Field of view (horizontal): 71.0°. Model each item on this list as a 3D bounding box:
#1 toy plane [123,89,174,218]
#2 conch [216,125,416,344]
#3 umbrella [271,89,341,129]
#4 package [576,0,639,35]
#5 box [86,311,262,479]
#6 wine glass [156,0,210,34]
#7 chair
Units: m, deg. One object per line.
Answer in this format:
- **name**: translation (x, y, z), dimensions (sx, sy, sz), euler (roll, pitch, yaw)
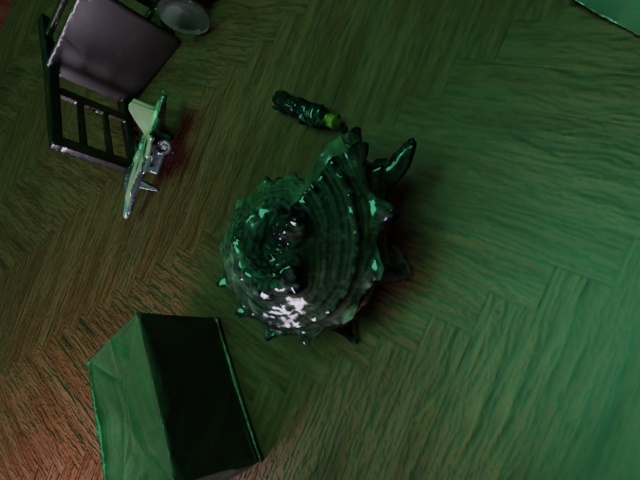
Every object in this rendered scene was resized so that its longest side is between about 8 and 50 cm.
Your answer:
- **toy plane**: translation (-0.334, -0.157, 0.874), dimensions (0.192, 0.088, 0.262), euler (-118, 40, -60)
- **conch**: translation (-0.010, -0.009, 0.552), dimensions (0.313, 0.186, 0.241), euler (-52, 46, 39)
- **umbrella**: translation (-0.024, -0.194, 0.672), dimensions (0.143, 0.037, 0.040), euler (34, 87, 40)
- **package**: translation (0.350, -0.330, 0.415), dimensions (0.204, 0.062, 0.251), euler (55, 125, 32)
- **box**: translation (-0.217, 0.244, 0.649), dimensions (0.155, 0.148, 0.232), euler (-38, 59, 24)
- **wine glass**: translation (-0.253, -0.538, 0.885), dimensions (0.103, 0.103, 0.231), euler (-7, 73, 36)
- **chair**: translation (-0.432, -0.382, 0.921), dimensions (0.240, 0.203, 0.417), euler (-40, 58, 25)
